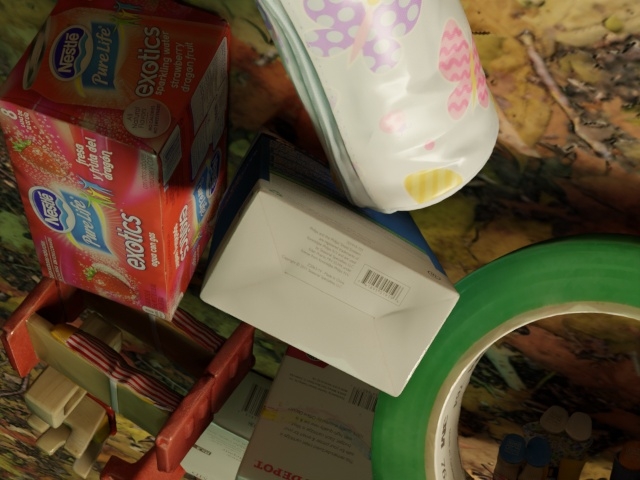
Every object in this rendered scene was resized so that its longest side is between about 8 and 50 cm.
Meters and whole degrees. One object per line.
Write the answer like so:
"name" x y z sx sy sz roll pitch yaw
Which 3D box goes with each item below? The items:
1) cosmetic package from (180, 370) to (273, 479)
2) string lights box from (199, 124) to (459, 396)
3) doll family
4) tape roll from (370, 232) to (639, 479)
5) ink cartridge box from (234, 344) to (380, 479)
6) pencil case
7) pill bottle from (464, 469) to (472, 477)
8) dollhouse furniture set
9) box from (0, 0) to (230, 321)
"cosmetic package" -0.096 0.240 1.344 0.117 0.085 0.231 26 149 -3
"string lights box" 0.000 0.000 0.744 0.133 0.076 0.259 28 -169 -9
"doll family" 0.277 0.254 1.086 0.263 0.118 0.163 16 132 13
"tape roll" 0.198 0.156 0.788 0.321 0.321 0.077 12 -170 19
"ink cartridge box" -0.001 0.202 1.119 0.128 0.176 0.127 21 150 4
"pencil case" 0.015 -0.135 0.611 0.113 0.124 0.273 4 146 29
"pill bottle" 0.118 0.305 1.204 0.131 0.131 0.229 14 163 16
"dollhouse furniture set" -0.199 0.162 1.183 0.201 0.152 0.374 32 153 10
"box" -0.148 -0.061 0.841 0.123 0.128 0.257 20 151 6
